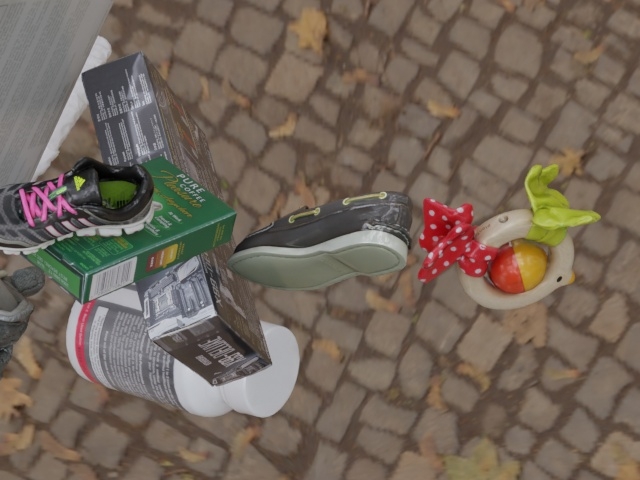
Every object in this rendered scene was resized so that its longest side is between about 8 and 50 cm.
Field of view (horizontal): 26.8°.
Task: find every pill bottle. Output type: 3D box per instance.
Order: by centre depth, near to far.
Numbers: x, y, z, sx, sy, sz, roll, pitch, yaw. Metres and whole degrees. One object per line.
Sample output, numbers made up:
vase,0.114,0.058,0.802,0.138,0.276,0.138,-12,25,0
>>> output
pill bottle,-0.195,0.153,1.928,0.318,0.176,0.176,12,78,33

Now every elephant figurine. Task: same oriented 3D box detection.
elephant figurine,-0.436,0.098,1.701,0.239,0.169,0.186,6,72,-32

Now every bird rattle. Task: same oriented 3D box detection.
bird rattle,0.256,0.019,1.819,0.253,0.207,0.143,-27,39,-5

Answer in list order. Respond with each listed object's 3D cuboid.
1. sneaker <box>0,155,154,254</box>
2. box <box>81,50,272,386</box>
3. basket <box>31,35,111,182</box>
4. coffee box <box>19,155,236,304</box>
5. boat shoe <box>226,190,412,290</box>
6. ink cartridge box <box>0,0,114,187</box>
sneaker,-0.214,-0.035,1.130,0.170,0.075,0.063,-7,65,-27
box,-0.151,-0.015,1.447,0.076,0.242,0.307,-19,71,5
basket,-0.513,-0.168,1.890,0.266,0.328,0.331,34,123,-15
coffee box,-0.179,-0.012,1.230,0.113,0.040,0.184,34,40,28
boat shoe,0.000,0.000,1.336,0.227,0.081,0.069,-9,56,42
ink cartridge box,-0.356,-0.126,1.263,0.091,0.385,0.308,33,109,8
